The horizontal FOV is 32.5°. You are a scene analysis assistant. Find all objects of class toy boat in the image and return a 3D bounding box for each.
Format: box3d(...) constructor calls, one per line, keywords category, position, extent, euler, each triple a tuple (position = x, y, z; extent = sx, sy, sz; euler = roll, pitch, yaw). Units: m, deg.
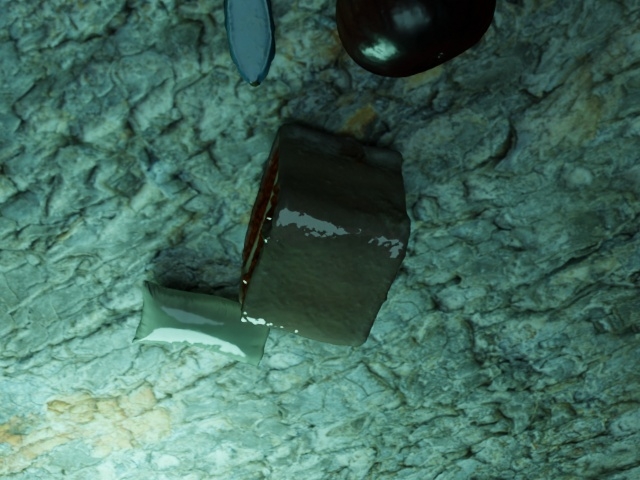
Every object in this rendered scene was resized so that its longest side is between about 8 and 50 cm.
box3d(category="toy boat", position=(-0.106, -0.318, 1.665), extent=(0.075, 0.077, 0.185), euler=(-5, 119, 2))

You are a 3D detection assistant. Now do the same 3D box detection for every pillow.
box3d(category="pillow", position=(-0.217, 0.157, 2.016), extent=(0.254, 0.078, 0.144), euler=(12, 126, -13))

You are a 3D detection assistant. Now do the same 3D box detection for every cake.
box3d(category="cake", position=(0.000, 0.000, 1.812), extent=(0.230, 0.237, 0.308), euler=(12, 129, -8))

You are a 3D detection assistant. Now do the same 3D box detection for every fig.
box3d(category="fig", position=(0.130, -0.342, 1.564), extent=(0.235, 0.235, 0.214), euler=(1, 91, -4))
